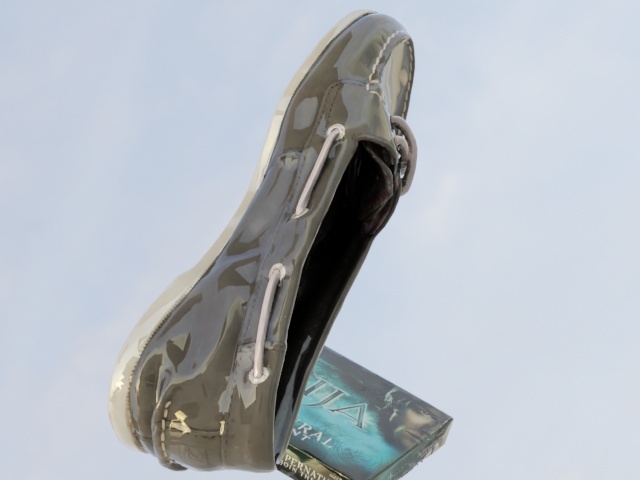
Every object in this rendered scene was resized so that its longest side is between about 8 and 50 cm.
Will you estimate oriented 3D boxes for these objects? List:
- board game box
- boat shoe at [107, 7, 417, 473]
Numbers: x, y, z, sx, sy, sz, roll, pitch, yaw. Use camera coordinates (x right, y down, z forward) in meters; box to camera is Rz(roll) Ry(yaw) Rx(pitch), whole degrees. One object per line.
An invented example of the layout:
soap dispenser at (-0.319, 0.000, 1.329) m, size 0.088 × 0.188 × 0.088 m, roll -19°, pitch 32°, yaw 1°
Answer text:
board game box at (-0.020, 0.104, 1.219) m, size 0.126 × 0.186 × 0.026 m, roll -28°, pitch -40°, yaw -54°
boat shoe at (0.000, 0.000, 1.050) m, size 0.335 × 0.095 × 0.112 m, roll -59°, pitch -29°, yaw -34°
